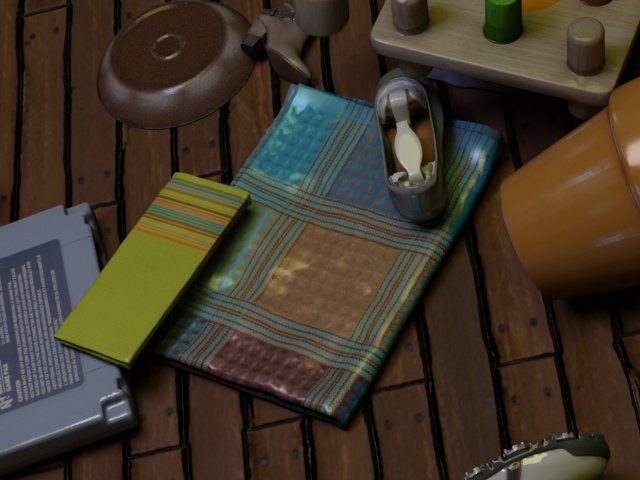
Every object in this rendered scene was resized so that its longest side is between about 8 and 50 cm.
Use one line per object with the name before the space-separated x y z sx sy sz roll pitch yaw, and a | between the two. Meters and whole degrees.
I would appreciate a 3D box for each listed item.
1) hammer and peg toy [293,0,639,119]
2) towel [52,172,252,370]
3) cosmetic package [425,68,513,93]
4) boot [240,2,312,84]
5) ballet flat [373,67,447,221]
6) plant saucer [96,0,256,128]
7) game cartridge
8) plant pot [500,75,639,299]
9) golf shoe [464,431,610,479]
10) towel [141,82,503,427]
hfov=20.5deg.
hammer and peg toy | 0.161 -0.282 1.811 0.361 0.127 0.266 16 60 18
towel | -0.171 0.027 1.830 0.102 0.021 0.237 17 58 30
cosmetic package | 0.186 -0.286 1.952 0.127 0.107 0.238 12 56 22
boot | -0.031 -0.231 2.025 0.118 0.042 0.087 33 61 28
ballet flat | 0.092 -0.116 1.822 0.072 0.068 0.213 -15 51 9
plant saucer | -0.173 -0.217 2.063 0.199 0.036 0.198 -10 51 12
game cartridge | -0.308 0.104 1.852 0.198 0.062 0.297 -22 50 7
plant pot | 0.281 -0.034 1.680 0.188 0.205 0.205 -24 48 20
golf shoe | 0.146 0.266 1.560 0.273 0.105 0.120 -30 66 2
towel | 0.000 0.000 1.837 0.271 0.040 0.370 16 61 29
